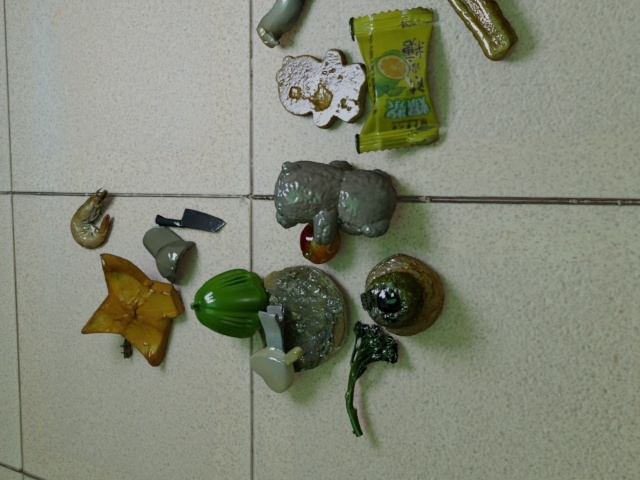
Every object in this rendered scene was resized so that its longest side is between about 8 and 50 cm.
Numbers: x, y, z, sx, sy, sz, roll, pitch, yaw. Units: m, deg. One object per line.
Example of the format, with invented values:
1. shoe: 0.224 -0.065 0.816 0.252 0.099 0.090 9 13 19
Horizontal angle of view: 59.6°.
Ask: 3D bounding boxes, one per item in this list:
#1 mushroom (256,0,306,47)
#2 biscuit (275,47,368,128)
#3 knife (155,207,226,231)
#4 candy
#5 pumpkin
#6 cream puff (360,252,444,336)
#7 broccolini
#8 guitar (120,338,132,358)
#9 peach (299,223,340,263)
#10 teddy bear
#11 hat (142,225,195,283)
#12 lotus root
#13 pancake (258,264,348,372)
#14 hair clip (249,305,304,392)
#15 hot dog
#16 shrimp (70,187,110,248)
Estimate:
1. mushroom: -0.070 -0.583 1.295 0.099 0.096 0.278 34 113 23
2. biscuit: 0.000 -0.356 1.308 0.249 0.035 0.184 14 100 27
3. knife: -0.356 -0.057 1.533 0.231 0.028 0.060 8 82 25
4. candy: 0.156 -0.342 1.194 0.187 0.081 0.297 -5 93 10
5. pumpkin: -0.519 0.190 1.556 0.258 0.095 0.290 23 114 -10
6. cream puff: 0.156 0.125 1.189 0.183 0.169 0.183 3 97 28
7. broccolini: 0.120 0.326 1.287 0.123 0.062 0.271 8 92 43
8. guitar: -0.579 0.223 1.655 0.038 0.084 0.271 14 107 30
9. peach: 0.001 0.000 1.308 0.101 0.101 0.100 3 95 28
10. teddy bear: 0.032 -0.094 1.228 0.267 0.235 0.151 11 145 -3
11. hat: -0.445 0.038 1.552 0.175 0.085 0.147 34 109 22
12. lotus root: -0.251 0.160 1.390 0.186 0.186 0.186 3 95 28
13. pancake: -0.053 0.190 1.373 0.283 0.049 0.282 5 101 30
14. hair clip: -0.101 0.271 1.351 0.159 0.071 0.218 5 107 35
15. hot dog: 0.299 -0.485 1.121 0.088 0.061 0.285 -29 82 30
16. shrimp: -0.685 -0.063 1.691 0.236 0.053 0.133 -44 72 27
